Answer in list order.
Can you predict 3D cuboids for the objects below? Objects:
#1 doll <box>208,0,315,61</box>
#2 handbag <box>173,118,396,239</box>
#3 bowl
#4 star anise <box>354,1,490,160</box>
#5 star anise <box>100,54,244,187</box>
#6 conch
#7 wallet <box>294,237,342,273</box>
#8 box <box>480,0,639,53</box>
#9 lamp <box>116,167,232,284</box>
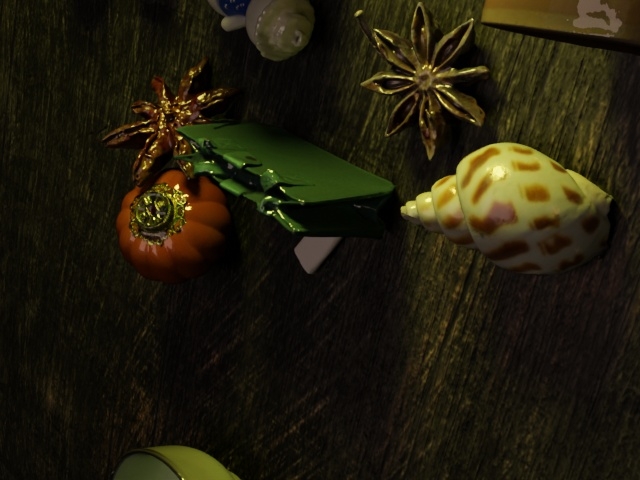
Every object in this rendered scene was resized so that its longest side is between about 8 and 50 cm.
[{"bbox_3d":[-0.109,-0.400,1.774,0.293,0.119,0.138,43,110,39],"label":"doll"},{"bbox_3d":[-0.058,-0.105,1.680,0.326,0.239,0.089,33,115,38],"label":"handbag"},{"bbox_3d":[-0.247,0.555,2.040,0.354,0.185,0.353,11,105,45],"label":"bowl"},{"bbox_3d":[0.151,-0.248,1.542,0.262,0.081,0.230,46,129,17],"label":"star anise"},{"bbox_3d":[-0.271,-0.221,1.926,0.288,0.088,0.288,-12,57,19],"label":"star anise"},{"bbox_3d":[0.249,-0.042,1.428,0.275,0.149,0.182,2,95,44],"label":"conch"},{"bbox_3d":[0.000,0.000,1.790,0.061,0.025,0.122,56,133,21],"label":"wallet"},{"bbox_3d":[0.349,-0.324,1.189,0.301,0.301,0.216,18,103,44],"label":"box"},{"bbox_3d":[-0.273,-0.027,1.950,0.223,0.196,0.223,-6,71,16],"label":"lamp"}]
